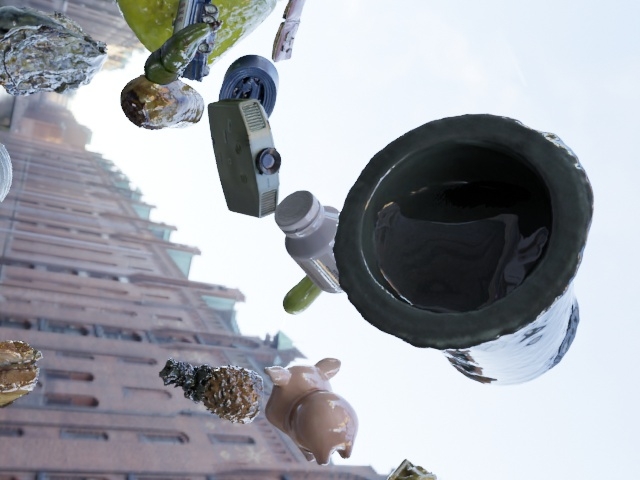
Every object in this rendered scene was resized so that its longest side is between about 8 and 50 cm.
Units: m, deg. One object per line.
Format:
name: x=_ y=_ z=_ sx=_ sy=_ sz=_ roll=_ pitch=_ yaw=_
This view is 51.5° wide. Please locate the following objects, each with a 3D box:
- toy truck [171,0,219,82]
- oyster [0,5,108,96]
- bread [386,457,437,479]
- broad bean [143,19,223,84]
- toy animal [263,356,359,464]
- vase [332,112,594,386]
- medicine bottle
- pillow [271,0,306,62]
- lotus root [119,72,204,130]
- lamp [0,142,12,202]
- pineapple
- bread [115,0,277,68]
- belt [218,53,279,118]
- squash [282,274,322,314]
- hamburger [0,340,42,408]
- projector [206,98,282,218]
toy truck: x=-0.249 y=-0.406 z=1.298 sx=0.074 sy=0.088 sz=0.202 roll=115 pitch=-19 yaw=-56
oyster: x=-0.553 y=-0.383 z=1.351 sx=0.162 sy=0.351 sz=0.158 roll=-23 pitch=-86 yaw=21
bread: x=0.166 y=0.622 z=1.492 sx=0.130 sy=0.267 sz=0.152 roll=44 pitch=-50 yaw=11
broad bean: x=-0.208 y=-0.256 z=0.934 sx=0.195 sy=0.061 sz=0.046 roll=-19 pitch=-82 yaw=47
toy animal: x=-0.025 y=0.464 z=1.809 sx=0.326 sy=0.237 sz=0.270 roll=-20 pitch=-105 yaw=60
vase: x=0.174 y=0.046 z=0.718 sx=0.244 sy=0.291 sz=0.245 roll=-12 pitch=-121 yaw=20
medicine bottle: x=0.000 y=0.000 z=1.331 sx=0.135 sy=0.215 sz=0.135 roll=-21 pitch=-137 yaw=21
pillow: x=-0.082 y=-0.613 z=1.855 sx=0.233 sy=0.043 sz=0.126 roll=-67 pitch=174 yaw=27
lotus root: x=-0.270 y=-0.242 z=1.155 sx=0.258 sy=0.110 sz=0.097 roll=-58 pitch=172 yaw=-79
lamp: x=-0.879 y=-0.160 z=1.598 sx=0.284 sy=0.250 sz=0.250 roll=-138 pitch=-118 yaw=-63
pineapple: x=-0.204 y=0.271 z=1.232 sx=0.108 sy=0.197 sz=0.108 roll=-159 pitch=-90 yaw=-78
bread: x=-0.295 y=-0.592 z=1.537 sx=0.307 sy=0.348 sz=0.348 roll=-31 pitch=-135 yaw=20
belt: x=-0.179 y=-0.363 z=1.644 sx=0.082 sy=0.141 sz=0.190 roll=-85 pitch=-164 yaw=-49
squash: x=-0.020 y=0.125 z=2.001 sx=0.250 sy=0.083 sz=0.083 roll=-48 pitch=-153 yaw=-1
hamburger: x=-0.474 y=0.183 z=0.922 sx=0.176 sy=0.102 sz=0.087 roll=-26 pitch=-121 yaw=34
projector: x=-0.167 y=-0.193 z=1.543 sx=0.193 sy=0.088 sz=0.270 roll=15 pitch=-60 yaw=49
